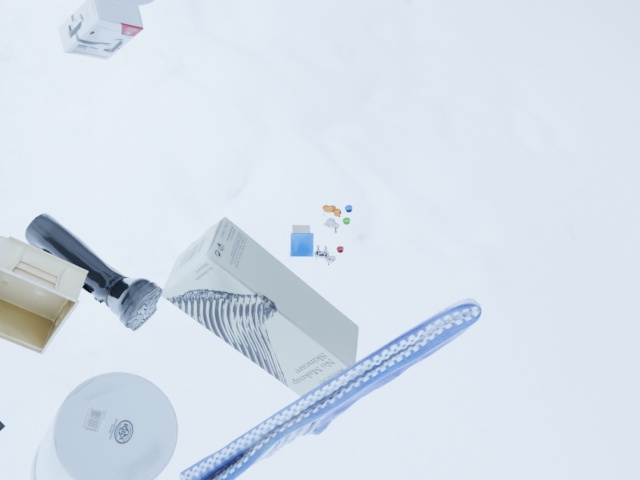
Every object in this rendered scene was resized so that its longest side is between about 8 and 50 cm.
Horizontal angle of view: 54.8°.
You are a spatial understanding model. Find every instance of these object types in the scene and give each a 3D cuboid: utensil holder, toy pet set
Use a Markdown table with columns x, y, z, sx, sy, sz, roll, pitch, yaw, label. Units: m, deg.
| x | y | z | sx | sy | sz | roll | pitch | yaw | label |
| --- | --- | --- | --- | --- | --- | --- | --- | --- | --- |
| -0.577 | 0.564 | 1.653 | 0.328 | 0.385 | 0.327 | 17 | 51 | -22 | utensil holder |
| 0.000 | 0.000 | 1.138 | 0.114 | 0.122 | 0.065 | 0 | 44 | -8 | toy pet set |

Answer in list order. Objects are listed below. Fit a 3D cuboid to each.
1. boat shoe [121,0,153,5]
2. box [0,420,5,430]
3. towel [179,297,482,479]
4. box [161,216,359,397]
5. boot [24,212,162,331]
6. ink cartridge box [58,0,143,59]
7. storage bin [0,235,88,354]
| x | y | z | sx | sy | sz | roll | pitch | yaw | label |
| --- | --- | --- | --- | --- | --- | --- | --- | --- | --- |
| -0.258 | -0.378 | 0.647 | 0.267 | 0.096 | 0.088 | 47 | 24 | -34 | boat shoe |
| -0.726 | 0.315 | 1.229 | 0.184 | 0.191 | 0.045 | 53 | 53 | -17 | box |
| 0.042 | 0.131 | 0.560 | 0.040 | 0.243 | 0.336 | 57 | 7 | 13 | towel |
| -0.077 | 0.102 | 0.877 | 0.275 | 0.113 | 0.094 | 40 | 31 | -20 | box |
| -0.698 | 0.072 | 1.883 | 0.445 | 0.367 | 0.146 | 44 | 62 | 1 | boot |
| -0.424 | -0.408 | 1.192 | 0.099 | 0.135 | 0.056 | -7 | 80 | -51 | ink cartridge box |
| -0.810 | 0.146 | 1.668 | 0.260 | 0.262 | 0.123 | 29 | 35 | -23 | storage bin |
